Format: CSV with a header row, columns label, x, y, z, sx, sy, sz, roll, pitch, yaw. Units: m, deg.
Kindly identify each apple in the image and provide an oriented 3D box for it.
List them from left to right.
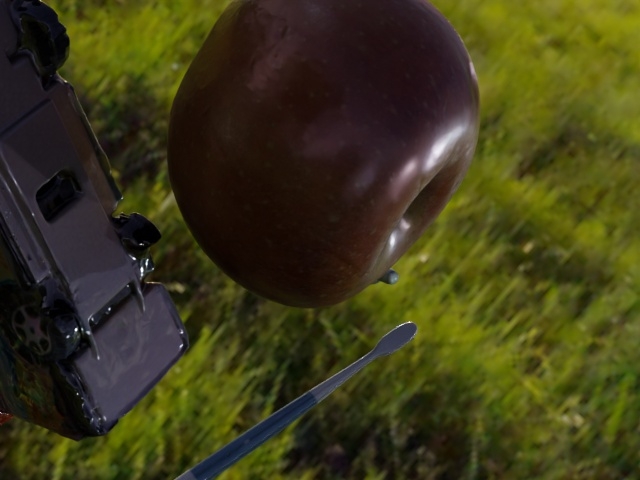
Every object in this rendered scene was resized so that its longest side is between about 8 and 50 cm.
label,x,y,z,sx,sy,sz,roll,pitch,yaw
apple,-0.003,-0.065,0.825,0.162,0.201,0.201,39,17,12

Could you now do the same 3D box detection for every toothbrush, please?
label,x,y,z,sx,sy,sz,roll,pitch,yaw
toothbrush,-0.024,0.155,1.276,0.019,0.276,0.025,54,-13,12

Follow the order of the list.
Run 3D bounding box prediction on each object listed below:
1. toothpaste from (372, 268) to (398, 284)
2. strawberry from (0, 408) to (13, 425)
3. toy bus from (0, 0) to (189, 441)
label,x,y,z,sx,sy,sz,roll,pitch,yaw
toothpaste,0.000,0.000,1.234,0.197,0.029,0.048,28,-31,45
strawberry,-0.346,0.138,1.435,0.085,0.140,0.192,20,3,35
toy bus,-0.196,-0.035,0.843,0.112,0.138,0.317,-44,126,-40
